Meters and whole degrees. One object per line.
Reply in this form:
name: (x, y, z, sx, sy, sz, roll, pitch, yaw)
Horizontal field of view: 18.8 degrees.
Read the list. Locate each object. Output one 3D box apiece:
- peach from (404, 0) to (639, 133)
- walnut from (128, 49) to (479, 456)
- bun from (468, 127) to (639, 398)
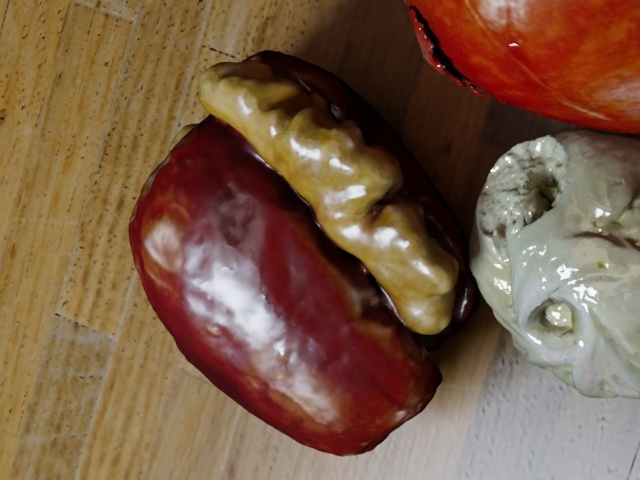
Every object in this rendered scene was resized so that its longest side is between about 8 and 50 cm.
peach: (0.192, -0.245, 1.210, 0.370, 0.370, 0.370, 1, 92, 26)
walnut: (0.000, 0.000, 1.371, 0.269, 0.222, 0.244, 43, 138, 3)
bun: (0.186, 0.020, 1.294, 0.193, 0.128, 0.178, 43, 141, -5)
